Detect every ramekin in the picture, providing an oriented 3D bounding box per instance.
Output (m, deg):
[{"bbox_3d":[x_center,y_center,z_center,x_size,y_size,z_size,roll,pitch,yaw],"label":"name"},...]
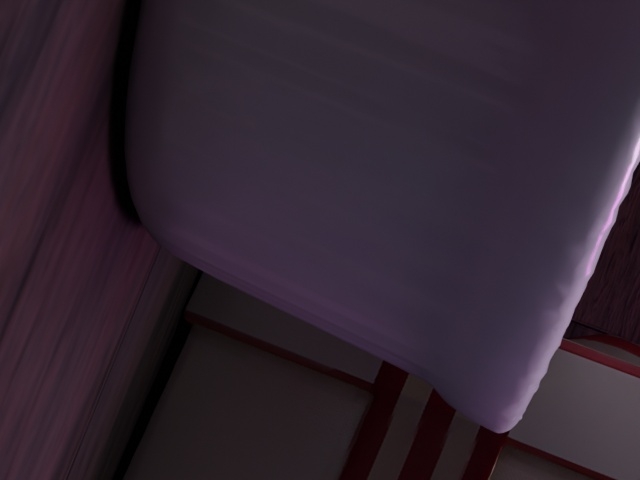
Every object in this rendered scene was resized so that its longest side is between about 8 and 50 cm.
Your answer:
[{"bbox_3d":[0.046,-0.092,0.492,0.277,0.135,0.277,20,90,-84],"label":"ramekin"}]

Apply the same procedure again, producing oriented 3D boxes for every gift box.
[{"bbox_3d":[0.039,0.144,0.712,0.276,0.255,0.258,65,48,-73],"label":"gift box"}]
